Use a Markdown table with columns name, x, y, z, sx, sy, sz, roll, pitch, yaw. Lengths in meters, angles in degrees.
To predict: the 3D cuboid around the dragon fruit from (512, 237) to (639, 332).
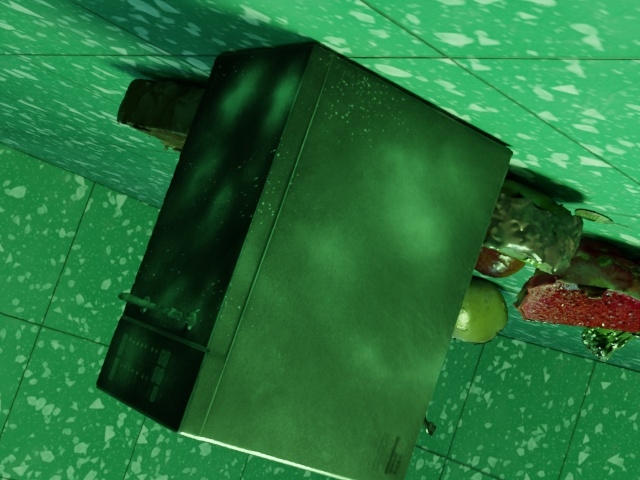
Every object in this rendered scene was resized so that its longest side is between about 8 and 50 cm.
| name | x | y | z | sx | sy | sz | roll | pitch | yaw |
| --- | --- | --- | --- | --- | --- | --- | --- | --- | --- |
| dragon fruit | 0.427 | 0.056 | 1.674 | 0.274 | 0.126 | 0.161 | 4 | 157 | 31 |

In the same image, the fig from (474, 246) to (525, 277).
| name | x | y | z | sx | sy | sz | roll | pitch | yaw |
| --- | --- | --- | --- | --- | --- | --- | --- | --- | --- |
| fig | 0.289 | -0.011 | 1.674 | 0.119 | 0.153 | 0.119 | 52 | 161 | 26 |

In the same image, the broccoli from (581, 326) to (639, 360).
| name | x | y | z | sx | sy | sz | roll | pitch | yaw |
| --- | --- | --- | --- | --- | --- | --- | --- | --- | --- |
| broccoli | 0.604 | 0.145 | 1.912 | 0.304 | 0.145 | 0.165 | 0 | 169 | 32 |

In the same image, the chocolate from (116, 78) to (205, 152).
| name | x | y | z | sx | sy | sz | roll | pitch | yaw |
| --- | --- | --- | --- | --- | --- | --- | --- | --- | --- |
| chocolate | -0.181 | -0.173 | 1.577 | 0.214 | 0.093 | 0.148 | 14 | 174 | 44 |

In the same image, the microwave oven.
| name | x | y | z | sx | sy | sz | roll | pitch | yaw |
| --- | --- | --- | --- | --- | --- | --- | --- | --- | --- |
| microwave oven | -0.010 | 0.036 | 1.297 | 0.374 | 0.432 | 0.236 | 24 | 173 | -31 |

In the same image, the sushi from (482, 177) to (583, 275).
| name | x | y | z | sx | sy | sz | roll | pitch | yaw |
| --- | --- | --- | --- | --- | --- | --- | --- | --- | --- |
| sushi | 0.253 | -0.026 | 1.481 | 0.161 | 0.107 | 0.241 | 22 | -178 | -20 |

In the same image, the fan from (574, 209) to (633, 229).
| name | x | y | z | sx | sy | sz | roll | pitch | yaw |
| --- | --- | --- | --- | --- | --- | --- | --- | --- | --- |
| fan | 0.387 | -0.029 | 1.526 | 0.080 | 0.003 | 0.060 | 22 | 174 | -21 |

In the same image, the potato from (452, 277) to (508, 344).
| name | x | y | z | sx | sy | sz | roll | pitch | yaw |
| --- | --- | --- | --- | --- | --- | --- | --- | --- | --- |
| potato | 0.368 | 0.144 | 2.637 | 0.202 | 0.182 | 0.117 | 12 | 131 | -1 |
